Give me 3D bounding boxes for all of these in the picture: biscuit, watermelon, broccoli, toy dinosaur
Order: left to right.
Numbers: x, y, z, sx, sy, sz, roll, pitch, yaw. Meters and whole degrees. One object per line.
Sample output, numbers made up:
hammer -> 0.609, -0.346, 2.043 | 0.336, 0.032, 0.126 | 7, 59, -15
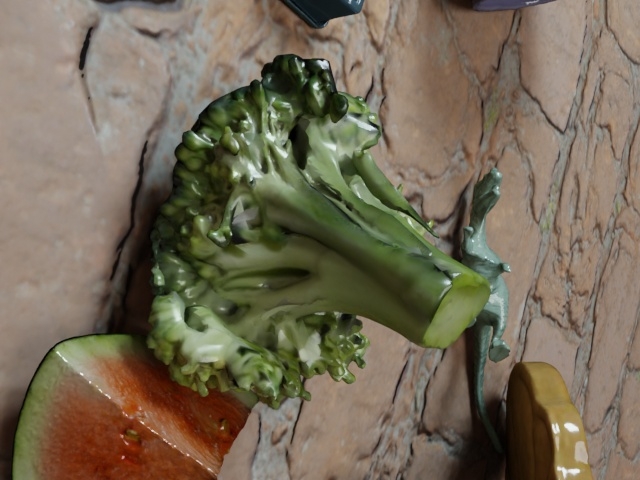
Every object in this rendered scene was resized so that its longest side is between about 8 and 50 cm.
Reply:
watermelon -> -0.124, 0.145, 0.566 | 0.145, 0.137, 0.193 | -63, 151, -76
broccoli -> 0.000, 0.000, 0.562 | 0.263, 0.243, 0.247 | -24, 127, -39
toy dinosaur -> 0.188, 0.111, 0.918 | 0.129, 0.076, 0.383 | -44, 138, -66
biscuit -> 0.262, 0.309, 0.906 | 0.312, 0.057, 0.351 | 78, 8, -58

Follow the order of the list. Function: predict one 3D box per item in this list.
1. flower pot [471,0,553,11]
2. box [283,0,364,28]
flower pot -> 0.264, -0.395, 0.830 | 0.265, 0.265, 0.243 | -19, 95, -46
box -> 0.000, -0.236, 0.672 | 0.099, 0.054, 0.074 | 30, 75, -47
